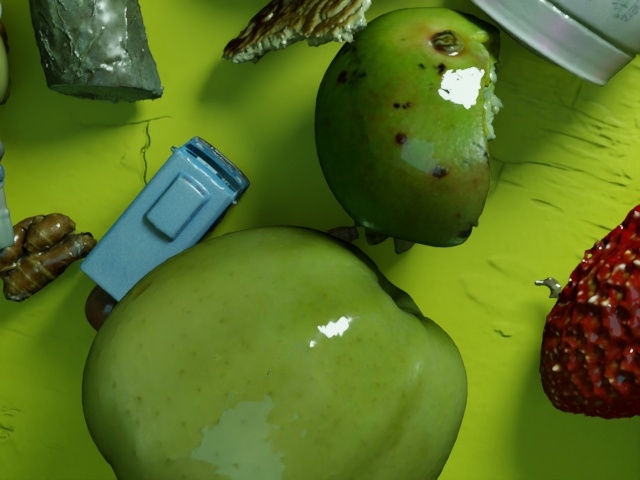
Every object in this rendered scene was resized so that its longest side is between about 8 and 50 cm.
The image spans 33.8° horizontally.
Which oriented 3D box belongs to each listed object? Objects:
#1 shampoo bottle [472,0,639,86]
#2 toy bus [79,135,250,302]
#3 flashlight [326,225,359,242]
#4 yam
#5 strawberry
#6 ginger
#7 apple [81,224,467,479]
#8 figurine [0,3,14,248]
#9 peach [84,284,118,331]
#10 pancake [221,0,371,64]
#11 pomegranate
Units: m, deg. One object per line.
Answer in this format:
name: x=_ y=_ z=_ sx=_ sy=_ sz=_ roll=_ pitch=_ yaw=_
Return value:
shampoo bottle: x=0.319 y=-0.344 z=1.251 sx=0.273 sy=0.273 sz=0.266 roll=35 pitch=114 yaw=-2
toy bus: x=-0.213 y=-0.023 z=1.452 sx=0.116 sy=0.133 sz=0.234 roll=41 pitch=100 yaw=-3
flashlight: x=0.000 y=0.000 z=1.490 sx=0.110 sy=0.052 sz=0.031 roll=-16 pitch=65 yaw=4
yam: x=-0.309 y=-0.298 z=1.402 sx=0.154 sy=0.154 sz=0.254 roll=-9 pitch=103 yaw=9
strawberry: x=0.426 y=0.085 z=1.359 sx=0.343 sy=0.292 sz=0.292 roll=-20 pitch=100 yaw=25
ginger: x=-0.409 y=0.012 z=1.521 sx=0.162 sy=0.073 sz=0.103 roll=-33 pitch=110 yaw=7
apple: x=-0.056 y=0.201 z=1.340 sx=0.474 sy=0.473 sz=0.473 roll=1 pitch=103 yaw=6
figurine: x=-0.478 y=-0.171 z=1.409 sx=0.224 sy=0.205 sz=0.381 roll=-30 pitch=106 yaw=-25
peach: x=-0.301 y=0.098 z=1.521 sx=0.083 sy=0.083 sz=0.083 roll=1 pitch=103 yaw=6
pancake: x=0.001 y=-0.279 z=1.329 sx=0.266 sy=0.244 sz=0.057 roll=-39 pitch=123 yaw=7
pomegranate: x=0.091 y=-0.124 z=1.319 sx=0.216 sy=0.309 sz=0.358 roll=11 pitch=142 yaw=-9
